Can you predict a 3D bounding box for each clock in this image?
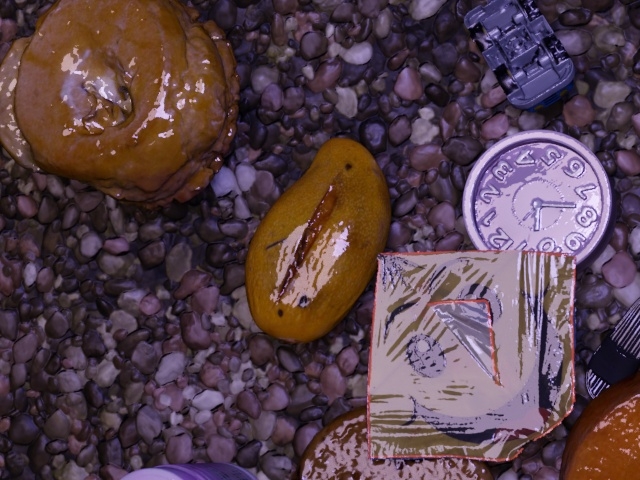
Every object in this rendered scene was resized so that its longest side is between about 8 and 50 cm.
[{"bbox_3d":[0.289,-0.044,1.914,0.197,0.068,0.197,-2,82,17],"label":"clock"}]

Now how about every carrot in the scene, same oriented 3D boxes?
[{"bbox_3d":[0.424,0.312,1.805,0.258,0.100,0.307,17,100,14],"label":"carrot"}]

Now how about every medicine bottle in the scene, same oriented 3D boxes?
[{"bbox_3d":[-0.174,0.369,1.905,0.152,0.254,0.152,-2,82,18],"label":"medicine bottle"}]

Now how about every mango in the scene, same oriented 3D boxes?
[{"bbox_3d":[-0.003,0.000,1.971,0.177,0.120,0.295,23,89,23],"label":"mango"}]

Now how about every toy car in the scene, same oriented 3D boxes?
[{"bbox_3d":[0.274,-0.248,1.938,0.097,0.100,0.191,-32,55,12],"label":"toy car"}]

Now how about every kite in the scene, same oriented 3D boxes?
[{"bbox_3d":[0.179,0.135,1.883,0.377,0.013,0.327,-43,73,8],"label":"kite"}]

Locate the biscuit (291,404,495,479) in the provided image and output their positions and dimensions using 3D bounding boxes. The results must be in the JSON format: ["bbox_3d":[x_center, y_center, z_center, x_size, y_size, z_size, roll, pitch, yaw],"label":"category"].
[{"bbox_3d":[0.099,0.355,1.914,0.296,0.075,0.296,-2,81,15],"label":"biscuit"}]

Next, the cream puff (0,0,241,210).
[{"bbox_3d":[-0.272,-0.192,2.026,0.343,0.231,0.327,-22,75,17],"label":"cream puff"}]

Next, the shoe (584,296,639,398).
[{"bbox_3d":[0.392,0.138,1.865,0.062,0.053,0.159,33,90,15],"label":"shoe"}]
